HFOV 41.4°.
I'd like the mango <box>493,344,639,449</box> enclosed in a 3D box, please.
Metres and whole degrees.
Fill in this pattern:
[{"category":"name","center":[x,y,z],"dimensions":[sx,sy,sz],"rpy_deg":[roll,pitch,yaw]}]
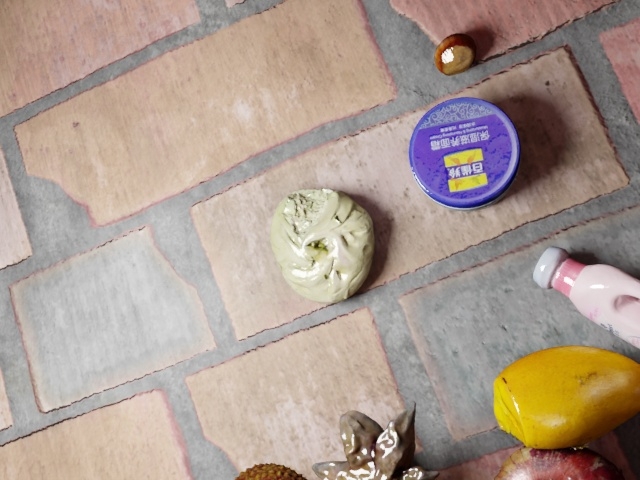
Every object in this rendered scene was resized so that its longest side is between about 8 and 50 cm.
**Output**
[{"category":"mango","center":[0.439,0.259,1.461],"dimensions":[0.257,0.187,0.138],"rpy_deg":[-19,113,-9]}]

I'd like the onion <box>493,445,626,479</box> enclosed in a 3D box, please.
[{"category":"onion","center":[0.402,0.456,1.423],"dimensions":[0.246,0.190,0.246],"rpy_deg":[-11,64,24]}]

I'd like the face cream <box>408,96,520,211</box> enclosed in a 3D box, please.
[{"category":"face cream","center":[0.272,-0.158,1.595],"dimensions":[0.206,0.111,0.206],"rpy_deg":[-2,81,14]}]

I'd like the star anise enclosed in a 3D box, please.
[{"category":"star anise","center":[0.120,0.434,1.467],"dimensions":[0.315,0.108,0.315],"rpy_deg":[-11,72,36]}]

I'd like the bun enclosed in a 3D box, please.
[{"category":"bun","center":[0.000,0.000,1.633],"dimensions":[0.210,0.116,0.237],"rpy_deg":[-40,75,4]}]

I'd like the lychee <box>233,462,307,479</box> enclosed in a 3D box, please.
[{"category":"lychee","center":[-0.101,0.497,1.548],"dimensions":[0.188,0.188,0.188],"rpy_deg":[-2,80,13]}]

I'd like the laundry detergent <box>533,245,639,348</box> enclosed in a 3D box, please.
[{"category":"laundry detergent","center":[0.531,0.115,1.468],"dimensions":[0.335,0.159,0.088],"rpy_deg":[31,62,28]}]

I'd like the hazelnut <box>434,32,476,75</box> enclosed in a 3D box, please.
[{"category":"hazelnut","center":[0.262,-0.368,1.653],"dimensions":[0.086,0.086,0.086],"rpy_deg":[-2,80,13]}]
